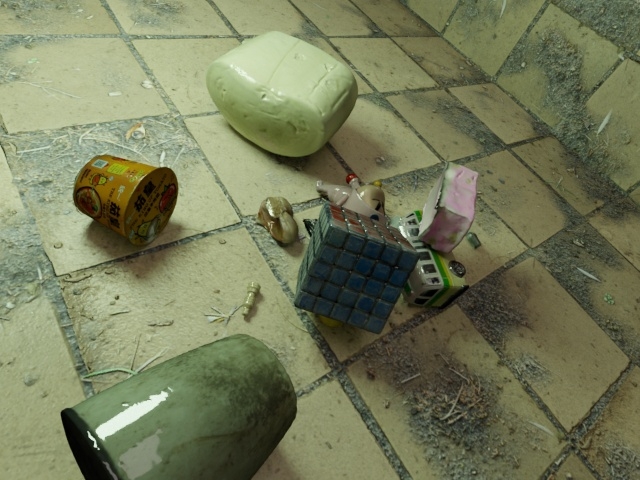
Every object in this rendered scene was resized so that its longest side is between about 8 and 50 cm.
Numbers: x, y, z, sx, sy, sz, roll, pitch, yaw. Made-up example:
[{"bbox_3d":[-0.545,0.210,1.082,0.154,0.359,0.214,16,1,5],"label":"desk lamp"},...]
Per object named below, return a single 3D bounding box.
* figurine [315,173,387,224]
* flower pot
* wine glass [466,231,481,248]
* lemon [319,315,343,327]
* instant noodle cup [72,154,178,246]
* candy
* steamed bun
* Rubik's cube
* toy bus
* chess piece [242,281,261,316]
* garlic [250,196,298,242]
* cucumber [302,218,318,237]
[{"bbox_3d":[0.115,-0.133,1.310,0.176,0.186,0.287,23,23,-42],"label":"figurine"},{"bbox_3d":[-0.229,0.342,0.723,0.330,0.293,0.293,-25,66,-44],"label":"flower pot"},{"bbox_3d":[0.558,-0.009,1.481,0.042,0.039,0.083,-10,62,-31],"label":"wine glass"},{"bbox_3d":[0.031,0.201,1.076,0.083,0.062,0.062,48,50,-1],"label":"lemon"},{"bbox_3d":[-0.495,-0.113,1.020,0.173,0.215,0.215,22,48,6],"label":"instant noodle cup"},{"bbox_3d":[0.385,-0.106,1.213,0.116,0.155,0.265,22,46,4],"label":"candy"},{"bbox_3d":[-0.134,-0.492,1.412,0.456,0.289,0.371,31,54,6],"label":"steamed bun"},{"bbox_3d":[0.080,0.064,1.041,0.238,0.236,0.238,21,16,-8],"label":"Rubik's cube"},{"bbox_3d":[0.311,0.050,1.259,0.179,0.143,0.305,2,54,-20],"label":"toy bus"},{"bbox_3d":[-0.184,0.155,1.043,0.035,0.035,0.092,19,52,-8],"label":"chess piece"},{"bbox_3d":[-0.128,-0.065,1.208,0.124,0.099,0.174,3,55,-45],"label":"garlic"},{"bbox_3d":[0.000,0.000,1.232,0.053,0.053,0.181,-13,62,-30],"label":"cucumber"}]
